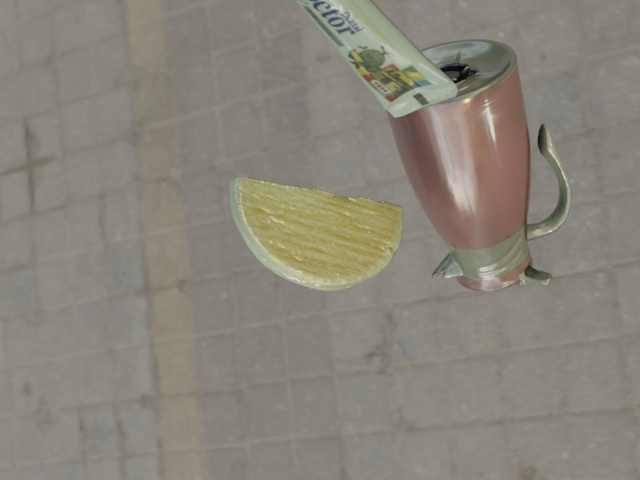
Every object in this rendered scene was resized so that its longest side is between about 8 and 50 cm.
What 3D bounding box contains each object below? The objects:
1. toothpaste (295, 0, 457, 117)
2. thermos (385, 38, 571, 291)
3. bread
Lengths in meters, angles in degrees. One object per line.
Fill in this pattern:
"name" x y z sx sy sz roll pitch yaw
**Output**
"toothpaste" 0.017 -0.185 0.946 0.067 0.255 0.037 -21 43 32
"thermos" 0.179 -0.074 1.305 0.176 0.265 0.146 -20 30 0
"bread" -0.003 0.003 1.235 0.036 0.192 0.112 126 148 -56
